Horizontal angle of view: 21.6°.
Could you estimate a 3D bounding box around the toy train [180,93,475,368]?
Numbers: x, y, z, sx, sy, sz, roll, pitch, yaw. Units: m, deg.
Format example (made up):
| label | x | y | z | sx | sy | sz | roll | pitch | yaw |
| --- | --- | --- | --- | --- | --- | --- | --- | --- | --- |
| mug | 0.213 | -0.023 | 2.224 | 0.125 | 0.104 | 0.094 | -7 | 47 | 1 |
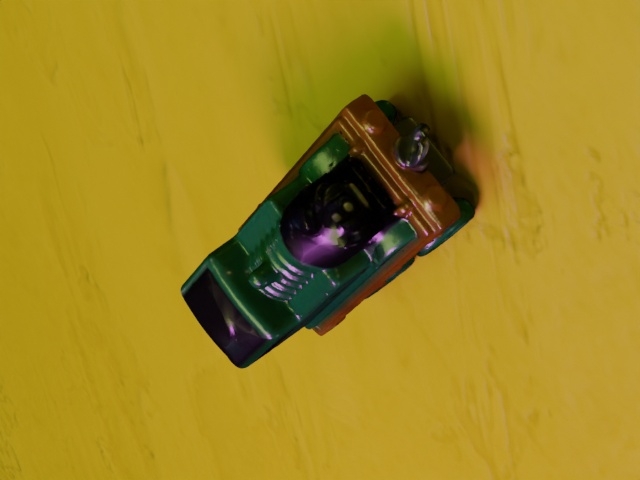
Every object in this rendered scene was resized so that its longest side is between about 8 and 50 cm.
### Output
| label | x | y | z | sx | sy | sz | roll | pitch | yaw |
| --- | --- | --- | --- | --- | --- | --- | --- | --- | --- |
| toy train | 0.000 | 0.000 | 0.985 | 0.091 | 0.136 | 0.227 | 52 | 150 | 4 |
